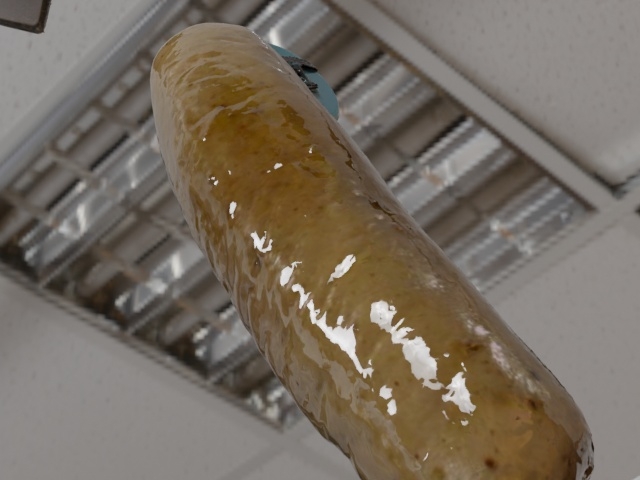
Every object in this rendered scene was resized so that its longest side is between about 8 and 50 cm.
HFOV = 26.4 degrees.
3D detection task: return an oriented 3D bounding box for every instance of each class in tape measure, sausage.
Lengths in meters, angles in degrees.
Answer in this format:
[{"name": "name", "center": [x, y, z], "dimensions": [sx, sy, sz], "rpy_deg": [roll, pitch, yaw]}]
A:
[{"name": "tape measure", "center": [-0.047, -0.142, 1.386], "dimensions": [0.146, 0.125, 0.081], "rpy_deg": [-5, -40, -51]}, {"name": "sausage", "center": [-0.003, -0.001, 0.847], "dimensions": [0.136, 0.501, 0.123], "rpy_deg": [7, -58, -37]}]

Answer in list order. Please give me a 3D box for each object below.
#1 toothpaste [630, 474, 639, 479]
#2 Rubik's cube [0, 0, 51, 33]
[{"name": "toothpaste", "center": [0.361, 0.222, 1.269], "dimensions": [0.323, 0.100, 0.066], "rpy_deg": [-27, -11, -9]}, {"name": "Rubik's cube", "center": [-0.373, -0.364, 1.471], "dimensions": [0.207, 0.205, 0.205], "rpy_deg": [13, -67, -15]}]
